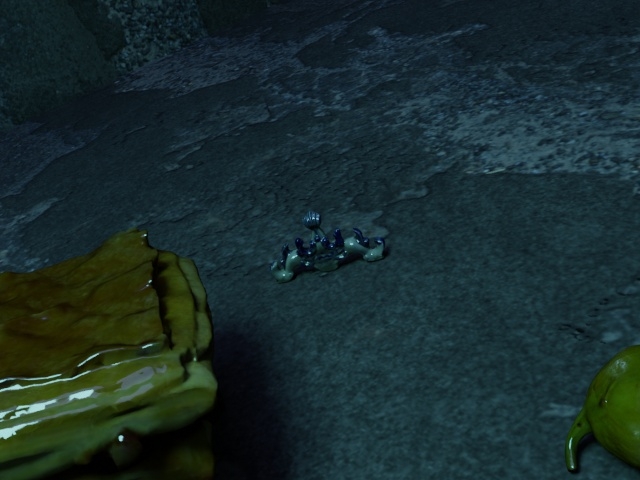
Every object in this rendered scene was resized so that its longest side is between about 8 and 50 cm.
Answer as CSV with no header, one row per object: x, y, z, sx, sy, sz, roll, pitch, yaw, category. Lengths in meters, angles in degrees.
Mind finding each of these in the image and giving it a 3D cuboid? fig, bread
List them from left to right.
-0.254,0.148,0.600,0.370,0.191,0.314,-16,23,-7,bread
0.209,0.114,0.509,0.098,0.082,0.084,-19,58,38,fig

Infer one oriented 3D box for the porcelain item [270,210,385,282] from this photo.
0.000,0.000,0.849,0.136,0.075,0.021,-14,27,13,porcelain item
